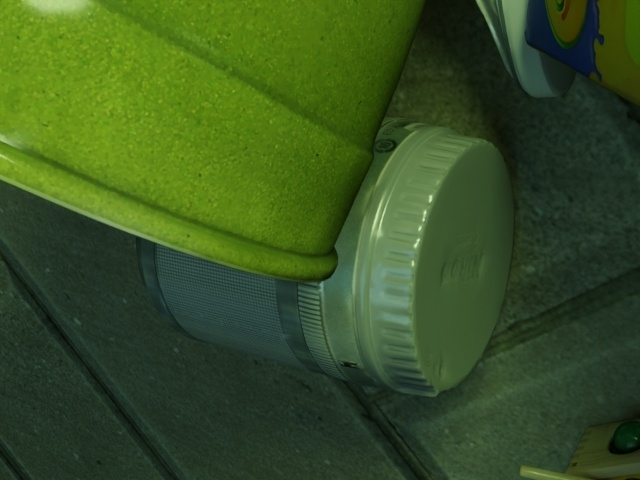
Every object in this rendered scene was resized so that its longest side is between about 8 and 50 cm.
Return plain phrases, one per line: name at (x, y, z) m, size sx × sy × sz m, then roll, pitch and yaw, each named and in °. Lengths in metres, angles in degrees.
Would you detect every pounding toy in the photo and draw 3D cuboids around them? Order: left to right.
pounding toy at (0.273, 0.216, 0.703) m, size 0.130 × 0.100 × 0.141 m, roll -26°, pitch 99°, yaw 42°

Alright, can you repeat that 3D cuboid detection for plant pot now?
plant pot at (-0.070, -0.221, 0.430) m, size 0.367 × 0.366 × 0.352 m, roll 31°, pitch 98°, yaw 18°

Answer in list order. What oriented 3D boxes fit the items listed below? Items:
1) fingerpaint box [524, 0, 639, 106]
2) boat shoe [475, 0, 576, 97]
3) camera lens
fingerpaint box at (0.223, -0.254, 0.279) m, size 0.163 × 0.371 × 0.444 m, roll -10°, pitch 117°, yaw -7°
boat shoe at (0.119, -0.224, 0.572) m, size 0.084 × 0.095 × 0.258 m, roll -5°, pitch 102°, yaw 43°
camera lens at (0.000, 0.000, 0.694) m, size 0.274 × 0.219 × 0.219 m, roll 10°, pitch 121°, yaw 32°
